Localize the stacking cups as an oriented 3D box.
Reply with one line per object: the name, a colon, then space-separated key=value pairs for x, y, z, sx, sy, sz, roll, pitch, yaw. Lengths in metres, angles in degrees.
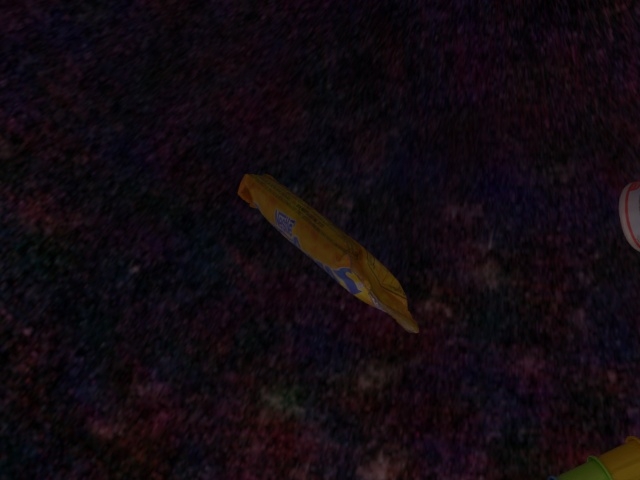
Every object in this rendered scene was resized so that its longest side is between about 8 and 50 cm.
stacking cups: x=0.299 y=0.365 z=1.688 sx=0.316 sy=0.096 sz=0.096 roll=-23 pitch=106 yaw=-11

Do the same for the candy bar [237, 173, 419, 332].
candy bar: x=0.000 y=0.000 z=0.536 sx=0.040 sy=0.161 sz=0.018 roll=43 pitch=88 yaw=-24

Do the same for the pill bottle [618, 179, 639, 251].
pill bottle: x=0.434 y=-0.039 z=1.477 sx=0.160 sy=0.087 sz=0.087 roll=-12 pitch=110 yaw=43
